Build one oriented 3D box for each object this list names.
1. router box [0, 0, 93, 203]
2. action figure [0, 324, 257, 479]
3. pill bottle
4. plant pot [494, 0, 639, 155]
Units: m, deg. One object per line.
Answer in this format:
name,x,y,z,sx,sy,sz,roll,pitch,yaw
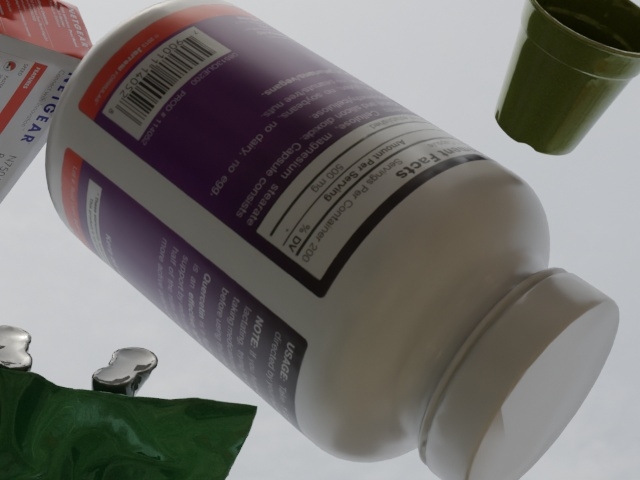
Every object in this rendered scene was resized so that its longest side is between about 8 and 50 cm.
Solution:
router box,-0.397,-0.089,0.857,0.301,0.335,0.082,13,-139,-47
action figure,-0.114,0.150,0.411,0.137,0.063,0.232,12,-73,-3
pill bottle,0.000,0.000,0.607,0.323,0.181,0.181,36,-105,30
plant pot,0.134,-0.092,0.581,0.083,0.079,0.083,14,-141,-11
